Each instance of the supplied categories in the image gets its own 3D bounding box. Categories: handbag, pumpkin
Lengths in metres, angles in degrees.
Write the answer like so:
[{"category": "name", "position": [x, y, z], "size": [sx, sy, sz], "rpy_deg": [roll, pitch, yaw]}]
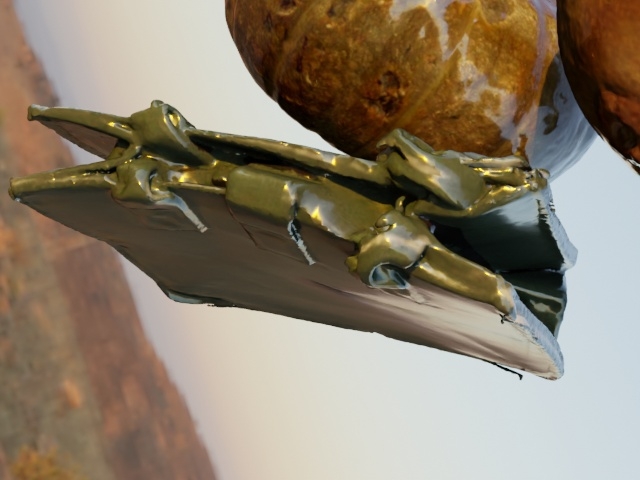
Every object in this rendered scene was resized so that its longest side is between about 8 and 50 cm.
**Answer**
[{"category": "handbag", "position": [0.001, -0.002, 0.783], "size": [0.260, 0.248, 0.079], "rpy_deg": [40, 63, -72]}, {"category": "pumpkin", "position": [0.063, -0.122, 0.827], "size": [0.162, 0.219, 0.219], "rpy_deg": [-56, -148, 21]}]

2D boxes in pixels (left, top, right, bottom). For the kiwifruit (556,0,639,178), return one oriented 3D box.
[{"category": "kiwifruit", "position": [0.208, -0.114, 0.656], "size": [0.196, 0.234, 0.196], "rpy_deg": [45, -10, 11]}]
